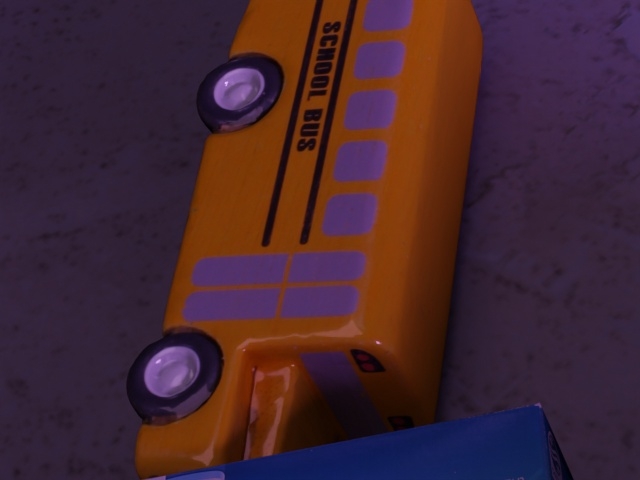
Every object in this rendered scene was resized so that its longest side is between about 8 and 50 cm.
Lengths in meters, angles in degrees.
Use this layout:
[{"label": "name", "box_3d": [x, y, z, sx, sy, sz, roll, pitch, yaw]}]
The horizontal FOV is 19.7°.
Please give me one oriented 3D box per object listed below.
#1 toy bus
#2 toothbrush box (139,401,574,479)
[{"label": "toy bus", "box_3d": [0.000, 0.000, 0.964, 0.130, 0.108, 0.332, -3, 53, 19]}, {"label": "toothbrush box", "box_3d": [0.015, 0.239, 0.763, 0.216, 0.126, 0.295, -12, 52, 14]}]
